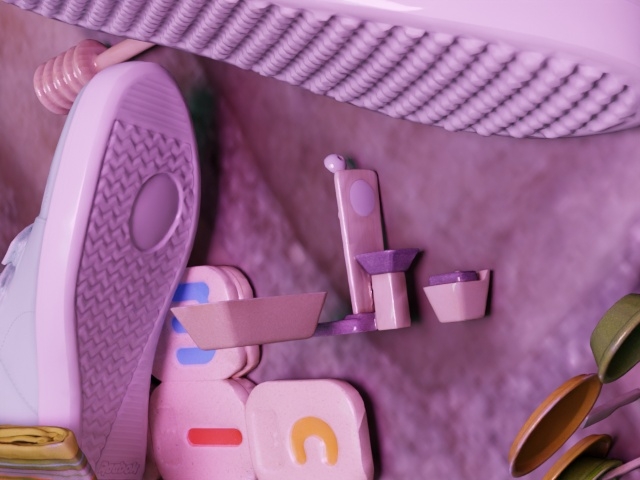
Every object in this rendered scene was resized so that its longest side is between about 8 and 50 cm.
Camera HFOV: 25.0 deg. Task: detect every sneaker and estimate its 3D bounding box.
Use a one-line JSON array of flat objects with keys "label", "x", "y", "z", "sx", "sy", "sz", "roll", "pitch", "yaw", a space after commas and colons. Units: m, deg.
[{"label": "sneaker", "x": -0.151, "y": 0.018, "z": 0.714, "sx": 0.151, "sy": 0.094, "sz": 0.256, "roll": 26, "pitch": 115, "yaw": 28}, {"label": "sneaker", "x": -0.018, "y": -0.151, "z": 0.594, "sx": 0.366, "sy": 0.135, "sz": 0.150, "roll": 19, "pitch": 83, "yaw": 24}]

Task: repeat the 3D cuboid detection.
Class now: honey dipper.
[{"label": "honey dipper", "x": -0.081, "y": -0.102, "z": 0.718, "sx": 0.160, "sy": 0.030, "sz": 0.030, "roll": -20, "pitch": 83, "yaw": 36}]

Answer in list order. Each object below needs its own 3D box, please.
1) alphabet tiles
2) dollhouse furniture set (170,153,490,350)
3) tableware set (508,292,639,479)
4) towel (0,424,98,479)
[{"label": "alphabet tiles", "x": -0.073, "y": 0.156, "z": 0.750, "sx": 0.278, "sy": 0.021, "sz": 0.284, "roll": -7, "pitch": 92, "yaw": 41}, {"label": "dollhouse furniture set", "x": 0.000, "y": 0.000, "z": 0.607, "sx": 0.091, "sy": 0.114, "sz": 0.081, "roll": -10, "pitch": 85, "yaw": 43}, {"label": "tableware set", "x": 0.101, "y": 0.076, "z": 0.536, "sx": 0.024, "sy": 0.104, "sz": 0.154, "roll": 42, "pitch": 122, "yaw": 26}, {"label": "towel", "x": -0.108, "y": 0.191, "z": 0.700, "sx": 0.102, "sy": 0.021, "sz": 0.237, "roll": -5, "pitch": 116, "yaw": 41}]
